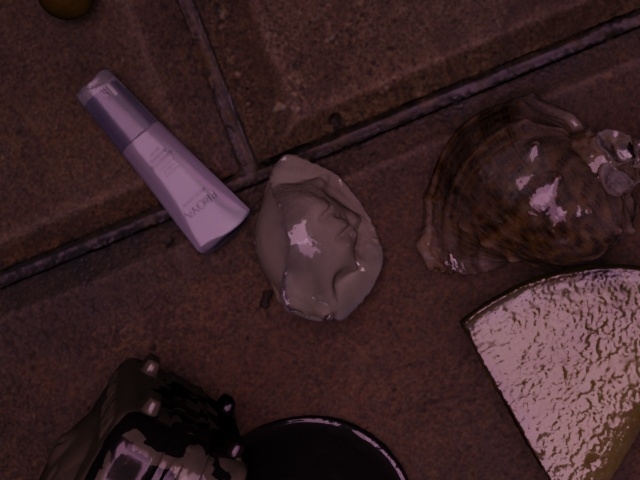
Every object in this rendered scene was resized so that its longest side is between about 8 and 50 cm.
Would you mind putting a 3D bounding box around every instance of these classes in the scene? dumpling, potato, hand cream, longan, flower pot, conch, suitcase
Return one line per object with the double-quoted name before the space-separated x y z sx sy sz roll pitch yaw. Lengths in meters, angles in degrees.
"dumpling" 0.001 -0.003 1.727 0.155 0.111 0.181 7 97 -23
"potato" 0.328 0.140 1.670 0.255 0.112 0.269 -30 91 3
"hand cream" -0.192 -0.097 1.778 0.079 0.048 0.255 -43 84 3
"longan" -0.306 -0.307 1.795 0.083 0.075 0.075 -33 82 -36
"flower pot" -0.023 0.338 1.684 0.268 0.166 0.269 0 88 6
"conch" 0.233 -0.059 1.662 0.291 0.159 0.210 -25 86 8
"suitcase" -0.230 0.312 1.620 0.194 0.351 0.339 29 94 -9
